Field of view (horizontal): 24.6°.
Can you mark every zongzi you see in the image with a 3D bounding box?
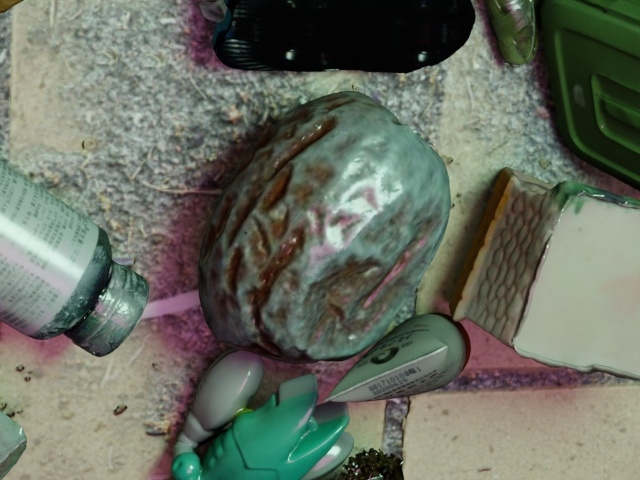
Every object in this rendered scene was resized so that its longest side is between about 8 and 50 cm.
[{"bbox_3d":[0.250,-0.267,1.706,0.119,0.055,0.109,-30,115,-21],"label":"zongzi"}]

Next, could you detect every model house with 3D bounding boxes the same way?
[{"bbox_3d":[0.286,0.028,1.702,0.237,0.237,0.202,12,99,-26],"label":"model house"}]

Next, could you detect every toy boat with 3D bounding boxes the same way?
[{"bbox_3d":[0.024,-0.258,1.609,0.299,0.092,0.134,-2,140,-26],"label":"toy boat"}]

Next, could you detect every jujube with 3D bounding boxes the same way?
[{"bbox_3d":[-0.004,-0.003,1.604,0.308,0.215,0.246,-49,138,0],"label":"jujube"}]

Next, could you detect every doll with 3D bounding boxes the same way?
[{"bbox_3d":[-0.091,0.225,1.687,0.258,0.153,0.195,-16,129,3],"label":"doll"}]

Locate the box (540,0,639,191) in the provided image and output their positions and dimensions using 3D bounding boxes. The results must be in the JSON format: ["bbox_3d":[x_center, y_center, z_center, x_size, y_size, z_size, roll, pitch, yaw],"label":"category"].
[{"bbox_3d":[0.416,-0.174,1.634,0.178,0.329,0.252,-36,133,-20],"label":"box"}]

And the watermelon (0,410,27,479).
[{"bbox_3d":[-0.451,0.264,1.540,0.305,0.180,0.224,-38,127,-8],"label":"watermelon"}]

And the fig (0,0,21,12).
[{"bbox_3d":[-0.391,-0.391,1.378,0.369,0.286,0.286,33,93,7],"label":"fig"}]

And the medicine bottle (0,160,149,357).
[{"bbox_3d":[-0.322,0.009,1.534,0.293,0.141,0.141,36,91,-23],"label":"medicine bottle"}]

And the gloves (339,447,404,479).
[{"bbox_3d":[0.011,0.381,1.679,0.312,0.135,0.210,-53,153,-8],"label":"gloves"}]

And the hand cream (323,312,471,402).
[{"bbox_3d":[0.097,0.138,1.629,0.140,0.314,0.089,-25,87,11],"label":"hand cream"}]
